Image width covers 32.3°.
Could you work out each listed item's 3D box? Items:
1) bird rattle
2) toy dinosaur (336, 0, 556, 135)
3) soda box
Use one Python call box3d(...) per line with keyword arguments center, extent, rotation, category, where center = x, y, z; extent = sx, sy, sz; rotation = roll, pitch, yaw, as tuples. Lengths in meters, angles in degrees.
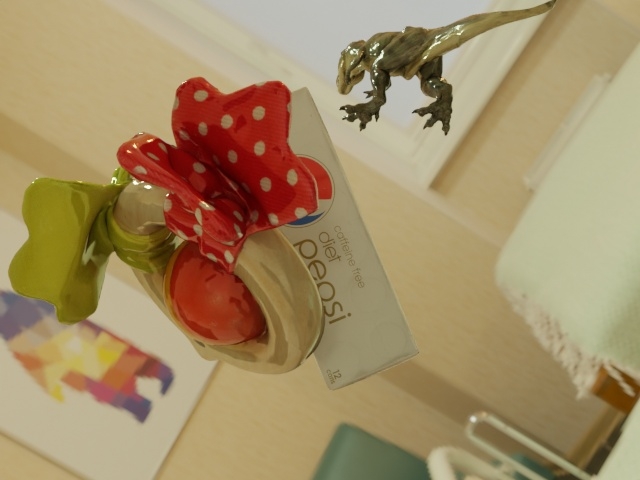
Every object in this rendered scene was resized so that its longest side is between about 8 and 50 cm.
box3d(center=(-0.072, 0.000, 0.722), extent=(0.254, 0.207, 0.143), rotation=(-13, 31, 45), category="bird rattle")
box3d(center=(0.087, -0.158, 1.030), extent=(0.268, 0.064, 0.118), rotation=(-5, 55, 45), category="toy dinosaur")
box3d(center=(0.000, 0.000, 0.830), extent=(0.074, 0.216, 0.069), rotation=(-23, -7, 1), category="soda box")
